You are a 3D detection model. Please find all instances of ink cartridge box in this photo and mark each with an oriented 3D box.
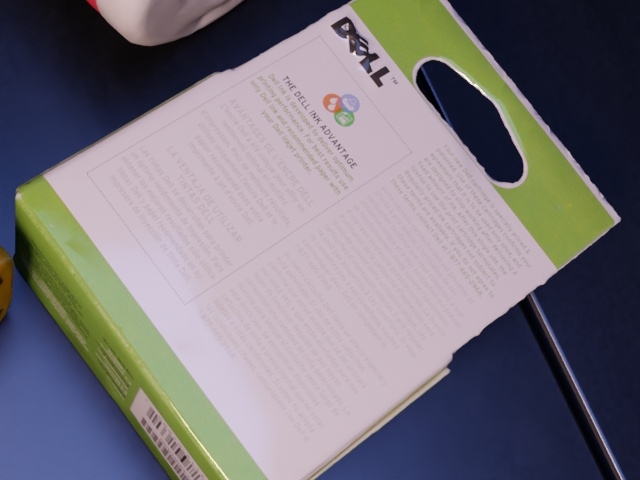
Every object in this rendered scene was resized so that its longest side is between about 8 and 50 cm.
[{"bbox_3d":[0.000,0.000,0.596,0.255,0.097,0.189,-34,82,-24],"label":"ink cartridge box"}]

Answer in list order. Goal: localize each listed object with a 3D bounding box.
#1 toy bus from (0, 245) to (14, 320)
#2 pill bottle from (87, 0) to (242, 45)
[{"bbox_3d":[-0.311,-0.041,0.520,0.333,0.108,0.130,39,66,1],"label":"toy bus"},{"bbox_3d":[-0.143,-0.273,0.608,0.318,0.176,0.176,46,67,4],"label":"pill bottle"}]
